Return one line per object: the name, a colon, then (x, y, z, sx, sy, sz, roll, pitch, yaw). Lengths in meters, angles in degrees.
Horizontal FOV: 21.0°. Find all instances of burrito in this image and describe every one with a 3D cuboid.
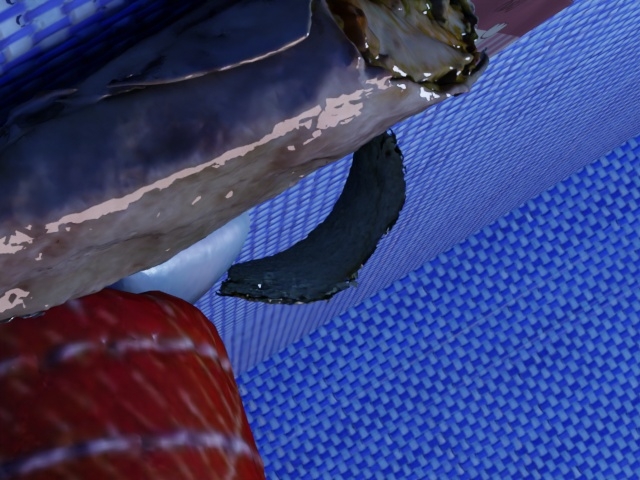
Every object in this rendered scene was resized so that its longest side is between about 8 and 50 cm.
burrito: (-0.051, -0.059, 0.806, 0.348, 0.107, 0.175, -28, -174, -13)

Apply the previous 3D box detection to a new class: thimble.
thimble: (-0.198, 0.192, 1.133, 0.350, 0.230, 0.350, -16, 157, -7)

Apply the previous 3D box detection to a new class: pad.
pad: (0.074, -0.127, 1.263, 0.202, 0.005, 0.300, -34, 173, 18)

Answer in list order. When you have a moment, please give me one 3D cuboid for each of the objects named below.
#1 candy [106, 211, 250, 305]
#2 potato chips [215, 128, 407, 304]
candy: (-0.138, 0.038, 1.228, 0.138, 0.071, 0.174, -25, 170, -48)
potato chips: (-0.005, -0.006, 1.284, 0.167, 0.059, 0.228, -19, -157, 52)
